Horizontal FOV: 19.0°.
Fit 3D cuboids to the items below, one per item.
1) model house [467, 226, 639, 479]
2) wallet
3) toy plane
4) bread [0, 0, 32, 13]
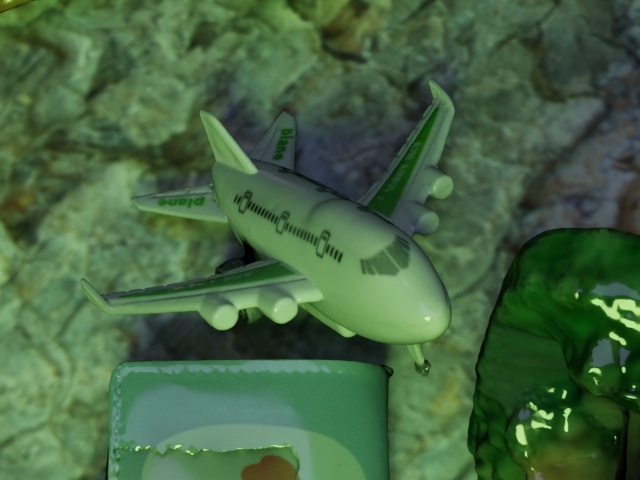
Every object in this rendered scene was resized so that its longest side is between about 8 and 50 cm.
[{"bbox_3d":[0.176,0.185,0.933,0.245,0.312,0.280,12,68,4],"label":"model house"},{"bbox_3d":[-0.044,0.190,1.066,0.176,0.075,0.250,1,69,-4],"label":"wallet"},{"bbox_3d":[0.001,0.004,1.098,0.251,0.101,0.255,-31,39,-18],"label":"toy plane"},{"bbox_3d":[-0.218,-0.249,1.233,0.210,0.099,0.235,-17,63,-7],"label":"bread"}]
